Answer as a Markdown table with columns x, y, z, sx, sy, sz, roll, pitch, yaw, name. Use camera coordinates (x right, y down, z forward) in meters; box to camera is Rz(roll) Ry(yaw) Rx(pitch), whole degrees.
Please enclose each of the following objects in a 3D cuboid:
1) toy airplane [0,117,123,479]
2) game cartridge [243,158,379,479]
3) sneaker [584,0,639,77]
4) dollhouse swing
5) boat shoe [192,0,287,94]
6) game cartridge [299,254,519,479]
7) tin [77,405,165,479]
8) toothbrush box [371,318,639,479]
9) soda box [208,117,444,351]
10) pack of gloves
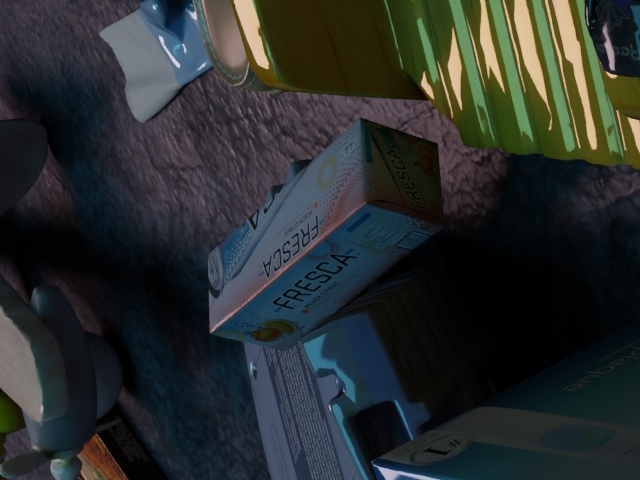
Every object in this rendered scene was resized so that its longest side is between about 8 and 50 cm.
| x | y | z | sx | sy | sz | roll | pitch | yaw | name |
| --- | --- | --- | --- | --- | --- | --- | --- | --- | --- |
| -0.297 | 0.077 | 1.749 | 0.384 | 0.272 | 0.386 | -50 | 35 | 43 | toy airplane |
| 0.008 | 0.119 | 1.336 | 0.198 | 0.062 | 0.297 | 102 | 157 | -54 | game cartridge |
| 0.154 | -0.130 | 0.806 | 0.283 | 0.124 | 0.107 | 53 | 167 | -24 | sneaker |
| 0.001 | -0.141 | 0.971 | 0.347 | 0.305 | 0.315 | 12 | 122 | 56 | dollhouse swing |
| -0.076 | -0.239 | 1.226 | 0.122 | 0.110 | 0.341 | 30 | 136 | 47 | boat shoe |
| 0.109 | 0.188 | 1.165 | 0.068 | 0.230 | 0.355 | -24 | 92 | 21 | game cartridge |
| -0.192 | 0.217 | 1.868 | 0.189 | 0.040 | 0.106 | 53 | 146 | 23 | tin |
| 0.200 | 0.129 | 0.936 | 0.295 | 0.216 | 0.126 | 3 | 114 | 60 | toothbrush box |
| 0.000 | 0.000 | 1.213 | 0.183 | 0.058 | 0.063 | -40 | 43 | 45 | soda box |
| -0.146 | -0.199 | 1.449 | 0.195 | 0.046 | 0.232 | 63 | 152 | 1 | pack of gloves |
